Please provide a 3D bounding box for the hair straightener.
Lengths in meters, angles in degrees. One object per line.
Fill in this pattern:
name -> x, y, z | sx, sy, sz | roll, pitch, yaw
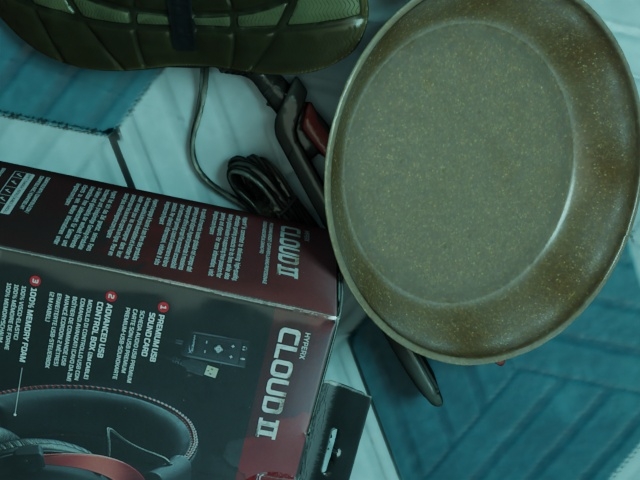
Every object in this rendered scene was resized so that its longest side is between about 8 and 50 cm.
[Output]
hair straightener -> 0.000, 0.000, 0.693 | 0.089, 0.047, 0.230 | -37, 101, 5

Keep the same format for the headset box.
headset box -> -0.124, 0.087, 0.657 | 0.293, 0.110, 0.218 | 11, 113, -4

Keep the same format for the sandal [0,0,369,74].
sandal -> -0.077, -0.134, 0.650 | 0.219, 0.060, 0.090 | 6, 119, 16

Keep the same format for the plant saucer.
plant saucer -> 0.080, -0.037, 0.655 | 0.198, 0.036, 0.199 | -6, 103, -29
